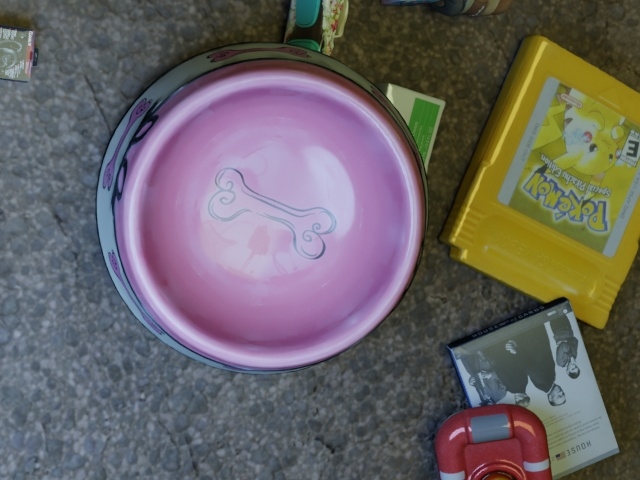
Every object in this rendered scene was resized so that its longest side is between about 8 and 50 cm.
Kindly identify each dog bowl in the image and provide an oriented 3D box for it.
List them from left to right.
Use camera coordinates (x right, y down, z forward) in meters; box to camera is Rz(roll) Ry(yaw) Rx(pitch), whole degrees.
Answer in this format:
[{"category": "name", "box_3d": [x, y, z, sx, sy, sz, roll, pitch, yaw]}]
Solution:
[{"category": "dog bowl", "box_3d": [-0.060, -0.030, 1.574, 0.407, 0.150, 0.408, -1, 96, -8]}]

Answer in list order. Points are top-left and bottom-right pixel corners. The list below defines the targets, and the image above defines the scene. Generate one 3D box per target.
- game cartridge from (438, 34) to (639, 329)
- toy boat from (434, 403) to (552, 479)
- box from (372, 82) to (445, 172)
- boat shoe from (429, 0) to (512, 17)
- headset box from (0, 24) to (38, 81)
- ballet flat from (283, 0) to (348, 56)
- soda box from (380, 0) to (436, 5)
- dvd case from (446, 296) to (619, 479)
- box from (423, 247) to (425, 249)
[{"category": "game cartridge", "box_3d": [0.338, -0.076, 1.858, 0.285, 0.052, 0.324, 25, 84, -23]}, {"category": "toy boat", "box_3d": [0.236, 0.339, 1.776, 0.150, 0.151, 0.231, -9, 104, 3]}, {"category": "box", "box_3d": [0.091, -0.142, 1.718, 0.087, 0.102, 0.101, 15, 90, -21]}, {"category": "boat shoe", "box_3d": [0.221, -0.447, 1.748, 0.119, 0.122, 0.324, 5, 101, -29]}, {"category": "headset box", "box_3d": [-0.366, -0.217, 1.555, 0.083, 0.032, 0.062, 4, 93, -24]}, {"category": "ballet flat", "box_3d": [-0.004, -0.250, 1.684, 0.077, 0.091, 0.241, 11, 94, -46]}, {"category": "soda box", "box_3d": [0.111, -0.394, 1.726, 0.058, 0.063, 0.183, -6, 97, -23]}, {"category": "dvd case", "box_3d": [0.294, 0.218, 1.854, 0.179, 0.029, 0.239, -22, 104, -5]}, {"category": "box", "box_3d": [0.000, 0.000, 1.719, 0.220, 0.051, 0.175, 45, 78, -19]}]
